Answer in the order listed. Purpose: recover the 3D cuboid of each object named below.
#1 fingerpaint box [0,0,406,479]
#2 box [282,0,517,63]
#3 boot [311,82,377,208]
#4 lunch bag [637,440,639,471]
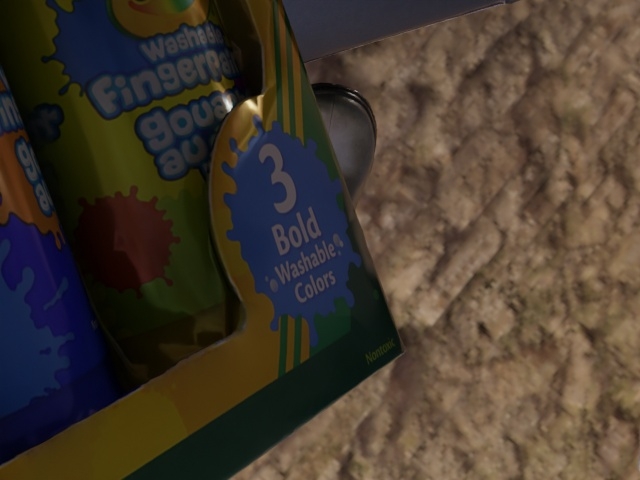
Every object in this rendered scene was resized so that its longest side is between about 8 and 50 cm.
[{"bbox_3d":[-0.189,-0.040,0.397,0.163,0.371,0.445,-16,6,37],"label":"fingerpaint box"},{"bbox_3d":[-0.034,-0.347,0.789,0.293,0.395,0.212,-18,-30,-4],"label":"box"},{"bbox_3d":[0.000,0.000,0.931,0.161,0.083,0.246,-87,5,-46],"label":"boot"},{"bbox_3d":[0.392,0.081,0.744,0.212,0.305,0.256,-80,-9,-76],"label":"lunch bag"}]
